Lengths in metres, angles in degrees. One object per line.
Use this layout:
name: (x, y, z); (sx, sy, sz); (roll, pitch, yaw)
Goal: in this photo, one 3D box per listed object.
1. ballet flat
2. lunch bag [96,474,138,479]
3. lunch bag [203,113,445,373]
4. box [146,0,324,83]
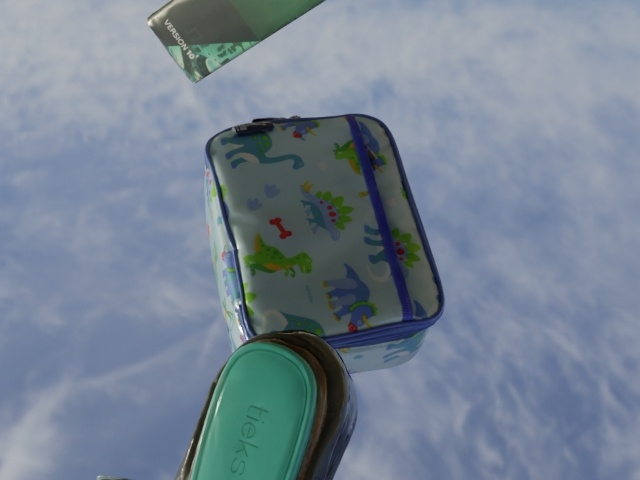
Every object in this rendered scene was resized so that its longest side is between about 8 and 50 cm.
ballet flat: (-0.050, 0.181, 0.562); (0.095, 0.280, 0.096); (27, 178, 23)
lunch bag: (-0.156, 0.215, 0.862); (0.071, 0.053, 0.083); (2, 175, 22)
lunch bag: (0.000, 0.000, 0.896); (0.176, 0.090, 0.219); (-5, -119, -13)
box: (0.066, -0.225, 0.643); (0.322, 0.058, 0.232); (-25, -161, 42)
